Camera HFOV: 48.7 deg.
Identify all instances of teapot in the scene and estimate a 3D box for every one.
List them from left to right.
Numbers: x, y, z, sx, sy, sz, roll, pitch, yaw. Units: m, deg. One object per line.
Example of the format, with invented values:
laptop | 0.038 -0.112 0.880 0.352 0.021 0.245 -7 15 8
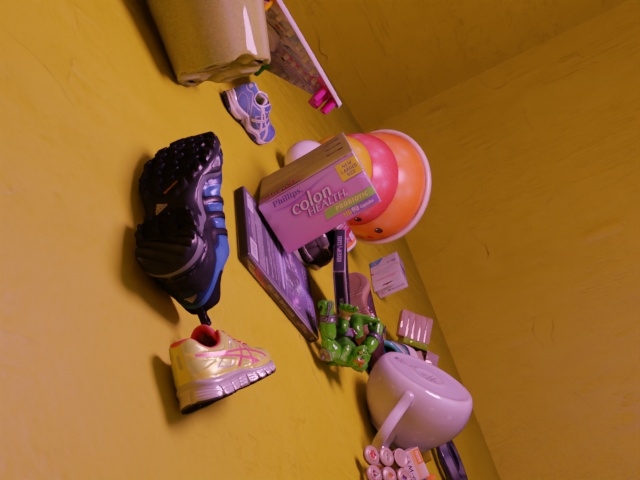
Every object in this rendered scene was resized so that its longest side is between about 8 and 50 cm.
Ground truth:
teapot | 0.197 0.378 1.557 0.256 0.187 0.252 22 10 -23

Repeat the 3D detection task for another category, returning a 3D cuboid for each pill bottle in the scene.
pill bottle | 0.025 -0.040 1.856 0.152 0.086 0.086 60 13 -21

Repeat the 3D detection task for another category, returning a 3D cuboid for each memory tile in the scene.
memory tile | 0.131 0.463 1.333 0.113 0.012 0.148 19 49 -33

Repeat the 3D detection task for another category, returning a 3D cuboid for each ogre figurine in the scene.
ogre figurine | 0.058 0.197 1.424 0.197 0.096 0.118 41 59 -63

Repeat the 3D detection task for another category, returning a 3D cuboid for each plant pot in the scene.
plant pot | -0.209 -0.432 1.313 0.276 0.276 0.254 -29 106 -78

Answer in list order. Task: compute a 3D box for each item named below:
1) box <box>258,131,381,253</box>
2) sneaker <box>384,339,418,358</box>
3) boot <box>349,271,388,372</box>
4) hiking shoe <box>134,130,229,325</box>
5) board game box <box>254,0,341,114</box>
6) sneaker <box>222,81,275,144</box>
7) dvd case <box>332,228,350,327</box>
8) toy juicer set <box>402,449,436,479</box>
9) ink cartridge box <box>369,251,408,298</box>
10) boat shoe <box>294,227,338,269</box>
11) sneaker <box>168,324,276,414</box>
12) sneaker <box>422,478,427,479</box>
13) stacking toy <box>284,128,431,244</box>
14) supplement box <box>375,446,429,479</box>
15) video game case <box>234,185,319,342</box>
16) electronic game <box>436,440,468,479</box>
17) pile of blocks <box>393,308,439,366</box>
box | -0.007 -0.105 1.470 0.117 0.213 0.243 59 6 -16
sneaker | 0.214 0.380 1.876 0.110 0.107 0.275 31 26 -35
boot | 0.108 0.218 1.787 0.248 0.090 0.207 -103 178 -59
hiking shoe | -0.181 -0.030 0.970 0.304 0.113 0.132 -89 164 -48
board game box | -0.155 -0.492 1.664 0.390 0.050 0.390 37 -11 43
sneaker | -0.145 -0.291 1.638 0.080 0.081 0.211 69 11 23
dvd case | 0.049 0.121 1.552 0.179 0.029 0.239 -86 173 -60
toy juicer set | 0.247 0.611 1.552 0.329 0.089 0.209 -110 -177 -61
ink cartridge box | 0.226 0.123 2.341 0.062 0.104 0.181 59 14 -25
boat shoe | 0.002 0.004 1.655 0.109 0.091 0.305 66 12 4
sneaker | -0.122 0.146 0.887 0.094 0.081 0.208 65 12 8
sneaker | 0.182 0.522 1.437 0.209 0.082 0.069 -88 152 -62
stacking toy | 0.057 -0.182 1.974 0.479 0.350 0.351 10 53 -52
supplement box | 0.158 0.459 1.408 0.062 0.098 0.036 67 -20 11
video game case | -0.084 0.048 1.372 0.274 0.026 0.196 56 15 -40
electronic game | 0.381 0.648 2.102 0.229 0.048 0.229 60 11 -20
pile of blocks | 0.276 0.391 2.096 0.112 0.148 0.362 137 -54 -58
